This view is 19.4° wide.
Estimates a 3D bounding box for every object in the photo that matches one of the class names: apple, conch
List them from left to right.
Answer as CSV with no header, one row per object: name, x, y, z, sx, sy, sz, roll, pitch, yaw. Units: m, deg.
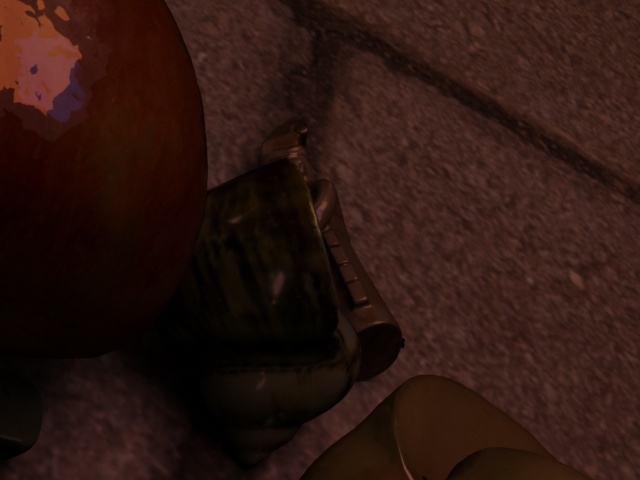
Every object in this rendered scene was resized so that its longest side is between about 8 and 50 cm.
apple,-0.207,-0.081,1.141,0.301,0.301,0.301,22,40,-20
conch,-0.042,0.050,1.256,0.124,0.187,0.181,-28,96,-13
apple,0.091,0.237,1.101,0.258,0.233,0.295,56,-4,-20

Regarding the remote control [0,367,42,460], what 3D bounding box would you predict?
remote control,-0.275,0.083,1.134,0.222,0.042,0.072,20,40,-21

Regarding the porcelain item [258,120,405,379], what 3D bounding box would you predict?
porcelain item,0.000,0.000,1.417,0.054,0.084,0.213,-14,57,-14
